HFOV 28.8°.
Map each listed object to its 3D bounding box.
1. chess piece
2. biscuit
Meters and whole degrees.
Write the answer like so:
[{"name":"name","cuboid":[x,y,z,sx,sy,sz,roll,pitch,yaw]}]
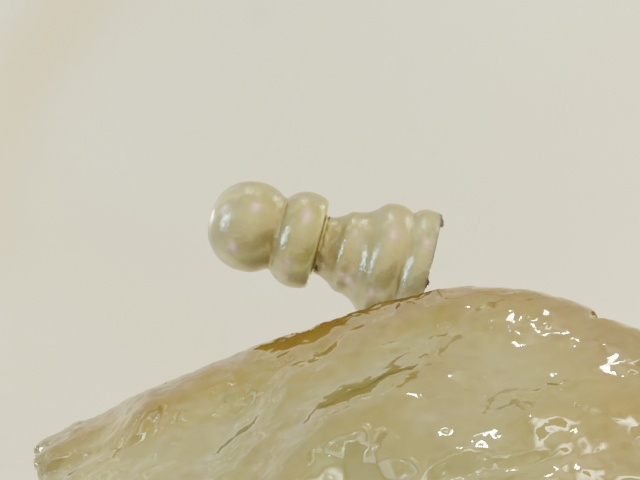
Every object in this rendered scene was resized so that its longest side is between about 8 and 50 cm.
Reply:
[{"name":"chess piece","cuboid":[0.000,0.000,0.943,0.170,0.094,0.094,17,-67,1]},{"name":"biscuit","cuboid":[0.026,0.184,0.693,0.446,0.429,0.104,-21,-58,6]}]
